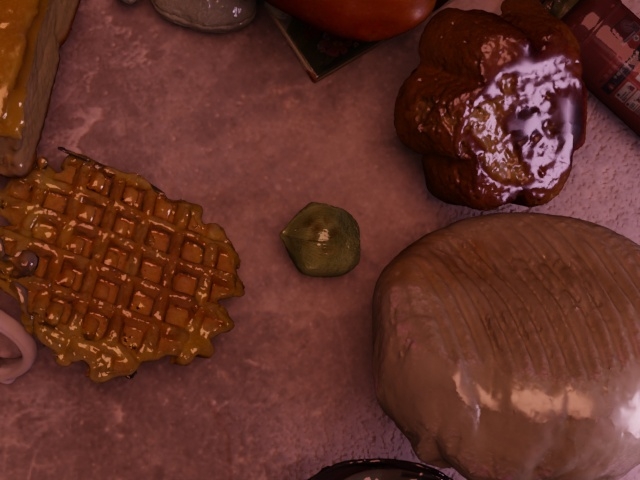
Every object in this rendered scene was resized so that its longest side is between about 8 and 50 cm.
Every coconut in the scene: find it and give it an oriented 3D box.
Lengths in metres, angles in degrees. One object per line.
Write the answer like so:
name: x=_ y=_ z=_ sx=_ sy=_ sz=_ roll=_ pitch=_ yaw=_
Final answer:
coconut: x=0.000 y=0.000 z=1.572 sx=0.096 sy=0.088 sz=0.088 roll=8 pitch=80 yaw=-16

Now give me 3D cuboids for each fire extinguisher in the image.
fire extinguisher: x=0.364 y=-0.217 z=1.634 sx=0.337 sy=0.147 sz=0.106 roll=42 pitch=75 yaw=-2

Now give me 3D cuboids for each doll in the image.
doll: x=-0.134 y=-0.294 z=1.606 sx=0.214 sy=0.071 sz=0.104 roll=7 pitch=72 yaw=-5

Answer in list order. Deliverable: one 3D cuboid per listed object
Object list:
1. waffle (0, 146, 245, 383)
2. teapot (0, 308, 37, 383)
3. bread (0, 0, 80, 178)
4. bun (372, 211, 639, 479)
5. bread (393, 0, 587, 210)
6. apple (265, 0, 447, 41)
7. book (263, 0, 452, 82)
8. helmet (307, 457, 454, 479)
waffle: x=-0.222 y=0.024 z=1.514 sx=0.262 sy=0.060 sz=0.280 roll=-22 pitch=75 yaw=-33
teapot: x=-0.441 y=0.066 z=1.464 sx=0.299 sy=0.166 sz=0.208 roll=31 pitch=37 yaw=-10
bread: x=-0.433 y=-0.260 z=1.496 sx=0.333 sy=0.143 sz=0.324 roll=15 pitch=72 yaw=1
bun: x=0.225 y=0.131 z=1.496 sx=0.365 sy=0.219 sz=0.365 roll=4 pitch=38 yaw=-3
bread: x=0.196 y=-0.145 z=1.572 sx=0.232 sy=0.135 sz=0.247 roll=-15 pitch=114 yaw=-23
apple: x=0.013 y=-0.392 z=1.512 sx=0.329 sy=0.295 sz=0.365 roll=-43 pitch=95 yaw=-11
book: x=0.000 y=-0.378 z=1.668 sx=0.228 sy=0.018 sz=0.322 roll=-33 pitch=88 yaw=-13
helmet: x=0.088 y=0.365 z=1.482 sx=0.305 sy=0.177 sz=0.225 roll=24 pitch=71 yaw=5
